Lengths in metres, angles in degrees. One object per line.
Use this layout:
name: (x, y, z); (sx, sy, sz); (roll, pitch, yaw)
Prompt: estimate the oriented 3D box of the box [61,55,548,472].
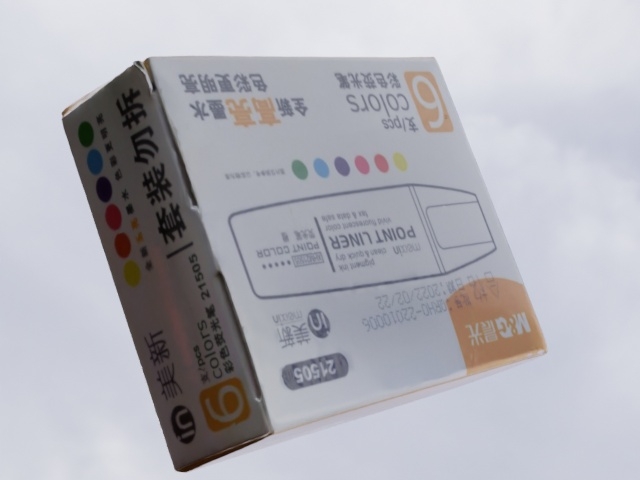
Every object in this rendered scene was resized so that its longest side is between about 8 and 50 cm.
box: (0.000, 0.000, 0.808); (0.091, 0.274, 0.220); (-27, -100, 40)
